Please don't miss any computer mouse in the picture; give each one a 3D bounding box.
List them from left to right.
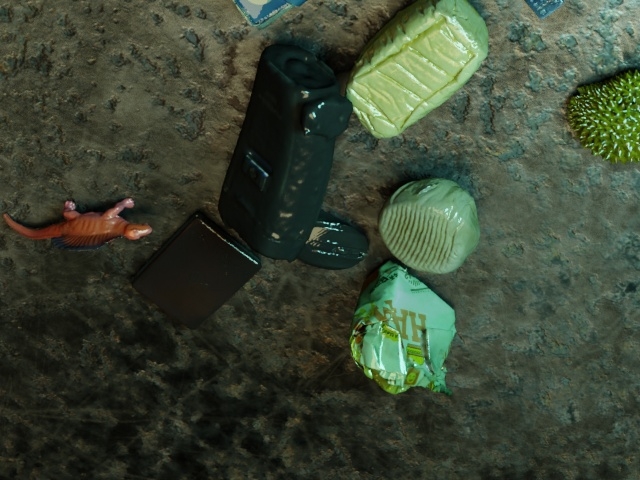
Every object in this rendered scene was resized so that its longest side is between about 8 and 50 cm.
[{"bbox_3d":[0.000,0.000,1.978,0.172,0.057,0.099,19,115,-4],"label":"computer mouse"}]

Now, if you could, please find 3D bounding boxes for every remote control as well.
[{"bbox_3d":[0.290,-0.388,1.709,0.043,0.027,0.152,-38,111,21],"label":"remote control"}]

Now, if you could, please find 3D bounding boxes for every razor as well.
[{"bbox_3d":[-0.060,-0.133,1.842,0.189,0.107,0.326,44,133,32],"label":"razor"}]

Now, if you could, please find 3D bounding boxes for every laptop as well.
[{"bbox_3d":[-0.219,0.057,2.071,0.154,0.026,0.207,38,121,-16],"label":"laptop"}]

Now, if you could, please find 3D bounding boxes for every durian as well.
[{"bbox_3d":[0.481,-0.185,1.763,0.208,0.102,0.146,-25,109,18],"label":"durian"}]

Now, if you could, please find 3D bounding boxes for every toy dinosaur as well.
[{"bbox_3d":[-0.428,-0.008,1.995,0.286,0.139,0.070,-1,121,10],"label":"toy dinosaur"}]

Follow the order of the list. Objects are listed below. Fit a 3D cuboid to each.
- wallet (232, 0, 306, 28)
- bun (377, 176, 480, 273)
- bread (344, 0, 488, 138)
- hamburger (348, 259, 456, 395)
[{"bbox_3d":[-0.053,-0.415,1.729,0.202,0.059,0.141,-30,106,22],"label":"wallet"},{"bbox_3d":[0.183,-0.034,1.894,0.166,0.113,0.173,45,141,-13],"label":"bun"},{"bbox_3d":[0.141,-0.266,1.761,0.140,0.106,0.236,42,119,-17],"label":"bread"},{"bbox_3d":[0.140,0.173,1.979,0.125,0.214,0.235,-19,123,32],"label":"hamburger"}]
